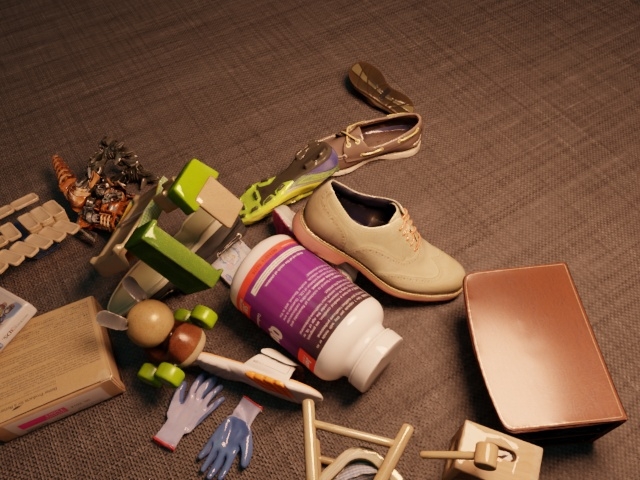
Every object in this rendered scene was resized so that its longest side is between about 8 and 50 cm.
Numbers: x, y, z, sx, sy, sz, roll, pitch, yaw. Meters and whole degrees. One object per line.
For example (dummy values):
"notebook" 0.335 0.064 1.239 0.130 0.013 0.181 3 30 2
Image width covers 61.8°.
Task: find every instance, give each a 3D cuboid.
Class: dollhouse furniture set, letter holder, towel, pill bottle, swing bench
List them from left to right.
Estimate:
"towel" -0.655 -0.011 1.231 0.067 0.029 0.119 -33 63 -21
"dollhouse furniture set" -0.298 -0.007 1.050 0.151 0.301 0.197 40 55 -26
"pill bottle" -0.008 0.141 1.030 0.323 0.181 0.181 36 64 22
"swing bench" 0.025 0.415 0.805 0.165 0.253 0.254 12 58 8
"letter holder" 0.379 0.215 0.997 0.214 0.152 0.302 -6 56 -1

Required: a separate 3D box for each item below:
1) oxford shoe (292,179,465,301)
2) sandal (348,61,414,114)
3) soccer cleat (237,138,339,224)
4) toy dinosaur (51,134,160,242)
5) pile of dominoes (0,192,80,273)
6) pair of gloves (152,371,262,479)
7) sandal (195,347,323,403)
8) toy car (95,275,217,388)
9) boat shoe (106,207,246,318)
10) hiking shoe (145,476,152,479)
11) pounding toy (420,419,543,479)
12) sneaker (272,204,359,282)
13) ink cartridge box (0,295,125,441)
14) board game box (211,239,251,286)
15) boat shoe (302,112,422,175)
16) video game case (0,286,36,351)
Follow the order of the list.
"oxford shoe" 0.147 0.008 1.070 0.397 0.146 0.140 21 45 -18
"sandal" 0.162 -0.402 1.467 0.219 0.060 0.090 39 70 7
"soccer cleat" -0.076 -0.116 1.254 0.289 0.121 0.093 -37 53 2
"toy dinosaur" -0.511 -0.120 1.239 0.322 0.164 0.218 36 79 -1
"pile of dominoes" -0.674 0.000 1.163 0.196 0.040 0.251 33 54 28
"pair of gloves" -0.203 0.344 0.994 0.198 0.023 0.159 25 62 17
"sandal" -0.115 0.237 1.016 0.265 0.102 0.076 15 61 13
"toy car" -0.319 0.161 0.998 0.149 0.188 0.155 -16 39 47
"boat shoe" -0.292 0.055 1.130 0.340 0.113 0.127 -49 43 -13
"hiking shoe" -0.200 0.470 0.854 0.227 0.114 0.086 29 62 19
"pounding toy" 0.261 0.345 0.875 0.181 0.206 0.094 18 58 13
"sneaker" 0.000 0.000 1.181 0.252 0.103 0.111 40 61 16
"ink cartridge box" -0.519 0.242 1.025 0.235 0.088 0.193 -21 58 -12
"board game box" -0.193 0.047 1.191 0.090 0.020 0.090 -38 64 -22
"boat shoe" 0.100 -0.245 1.335 0.324 0.096 0.116 -13 57 -8
"video game case" -0.740 0.199 1.021 0.329 0.036 0.300 15 58 34
